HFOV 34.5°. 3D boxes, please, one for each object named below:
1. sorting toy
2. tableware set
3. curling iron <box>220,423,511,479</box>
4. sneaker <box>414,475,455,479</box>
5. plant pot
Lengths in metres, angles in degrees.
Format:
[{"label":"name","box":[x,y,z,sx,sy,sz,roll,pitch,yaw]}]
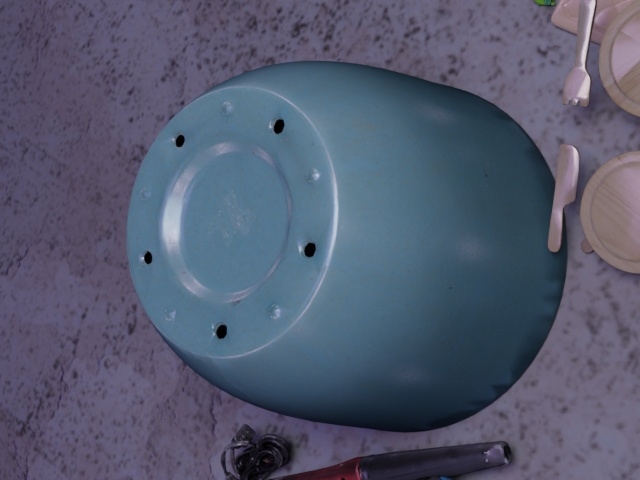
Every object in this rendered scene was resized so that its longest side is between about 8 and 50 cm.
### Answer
[{"label":"sorting toy","box":[0.202,-0.189,0.788,0.083,0.012,0.062,32,107,30]},{"label":"tableware set","box":[0.235,-0.074,0.724,0.128,0.039,0.194,11,99,31]},{"label":"curling iron","box":[0.025,0.182,0.836,0.274,0.035,0.068,-9,119,35]},{"label":"sneaker","box":[-0.006,0.310,0.799,0.341,0.125,0.139,-57,40,6]},{"label":"plant pot","box":[0.000,0.000,0.768,0.293,0.235,0.293,-5,81,35]}]
